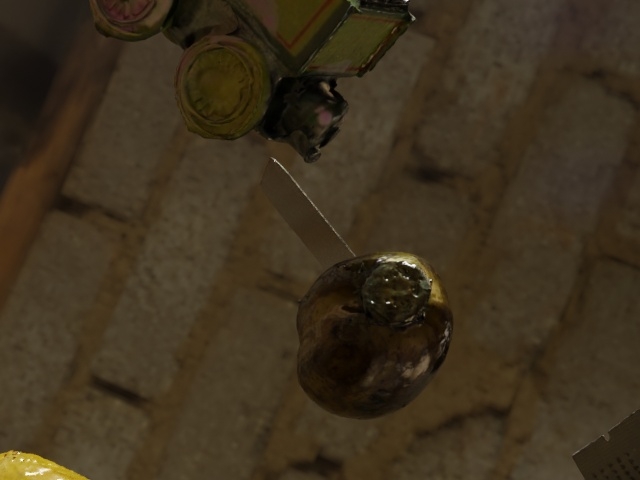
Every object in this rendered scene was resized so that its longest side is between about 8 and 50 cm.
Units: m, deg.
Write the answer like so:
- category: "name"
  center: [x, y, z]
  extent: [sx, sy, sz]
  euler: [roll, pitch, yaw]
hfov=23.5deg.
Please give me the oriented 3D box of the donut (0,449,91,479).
- category: "donut"
  center: [-0.162, 0.248, 1.114]
  extent: [0.253, 0.253, 0.118]
  euler: [72, -139, -66]

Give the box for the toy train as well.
- category: "toy train"
  center: [-0.060, -0.188, 1.196]
  extent: [0.177, 0.261, 0.134]
  euler: [-48, -15, 21]

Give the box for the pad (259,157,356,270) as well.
- category: "pad"
  center: [0.000, 0.000, 1.510]
  extent: [0.002, 0.176, 0.266]
  euler: [-39, 0, -7]

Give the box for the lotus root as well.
- category: "lotus root"
  center: [0.039, 0.077, 1.187]
  extent: [0.120, 0.120, 0.209]
  euler: [-59, 2, -29]

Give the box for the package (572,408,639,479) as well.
- category: "package"
  center: [0.398, 0.279, 1.586]
  extent: [0.062, 0.251, 0.204]
  euler: [-43, -4, -46]
